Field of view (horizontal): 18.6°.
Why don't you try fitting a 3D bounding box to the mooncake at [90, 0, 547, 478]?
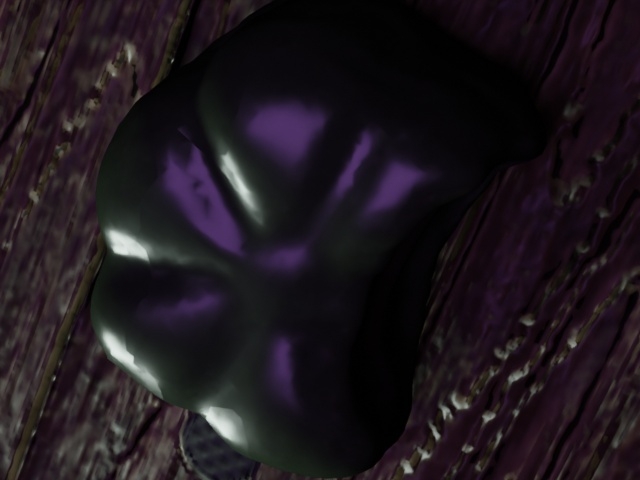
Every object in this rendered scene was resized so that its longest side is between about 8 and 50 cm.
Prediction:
[{"bbox_3d":[0.000,0.000,0.706,0.168,0.104,0.175,-5,108,17],"label":"mooncake"}]
